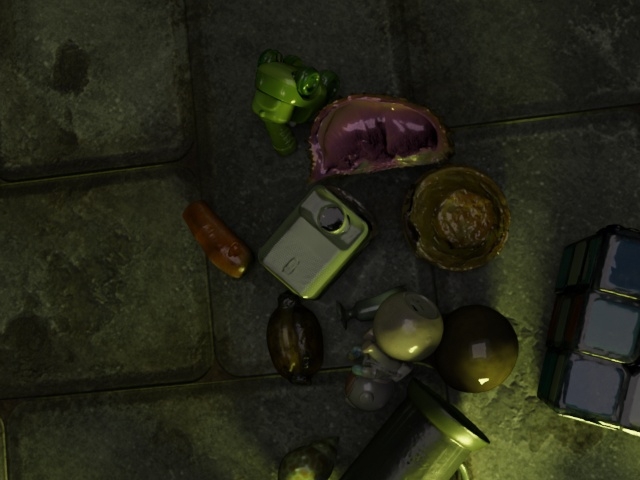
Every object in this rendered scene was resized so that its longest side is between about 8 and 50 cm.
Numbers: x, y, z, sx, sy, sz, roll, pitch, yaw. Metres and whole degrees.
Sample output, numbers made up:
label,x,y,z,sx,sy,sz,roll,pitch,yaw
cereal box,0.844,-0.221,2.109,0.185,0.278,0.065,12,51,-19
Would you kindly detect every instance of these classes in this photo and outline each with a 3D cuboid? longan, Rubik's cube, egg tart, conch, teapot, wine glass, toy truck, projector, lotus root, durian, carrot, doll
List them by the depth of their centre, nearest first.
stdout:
label,x,y,z,sx,sy,sz,roll,pitch,yaw
Rubik's cube,0.625,0.194,1.560,0.362,0.363,0.359,12,84,6
teapot,0.182,0.485,1.678,0.270,0.200,0.337,39,92,-22
doll,0.140,0.240,1.695,0.151,0.151,0.287,33,115,8
longan,0.310,0.219,1.696,0.204,0.159,0.185,42,106,45
conch,-0.034,0.501,1.734,0.116,0.106,0.173,-5,77,33
egg tart,0.291,-0.047,1.736,0.240,0.106,0.241,0,90,-4
projector,0.000,0.000,1.736,0.163,0.177,0.242,42,89,7
lotus root,-0.055,0.209,1.757,0.120,0.120,0.210,-9,87,6
wine glass,0.115,0.144,1.762,0.155,0.072,0.072,-14,83,6
toy truck,-0.072,-0.303,1.766,0.148,0.187,0.211,30,90,25
durian,0.119,-0.223,1.778,0.341,0.112,0.191,-11,76,-5
carrot,-0.227,0.001,1.811,0.193,0.087,0.087,43,91,10
